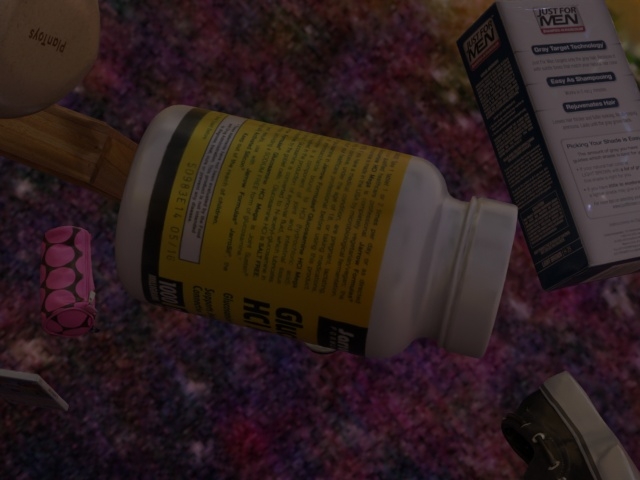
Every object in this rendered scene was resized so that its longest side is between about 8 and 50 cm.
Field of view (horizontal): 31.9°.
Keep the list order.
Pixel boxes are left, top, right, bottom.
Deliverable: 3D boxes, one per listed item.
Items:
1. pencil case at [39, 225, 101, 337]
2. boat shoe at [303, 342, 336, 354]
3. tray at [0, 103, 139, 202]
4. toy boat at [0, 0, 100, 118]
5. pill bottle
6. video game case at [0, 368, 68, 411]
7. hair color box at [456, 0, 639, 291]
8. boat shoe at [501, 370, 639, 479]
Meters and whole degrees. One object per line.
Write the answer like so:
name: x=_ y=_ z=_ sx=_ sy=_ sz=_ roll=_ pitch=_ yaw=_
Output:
pencil case: x=-0.429 y=0.065 z=1.920 sx=0.095 sy=0.098 sz=0.209 roll=29 pitch=34 yaw=-41
boat shoe: x=0.016 y=0.047 z=1.765 sx=0.127 sy=0.113 sz=0.340 roll=2 pitch=54 yaw=-3
tray: x=-0.405 y=-0.150 z=1.345 sx=0.410 sy=0.076 sz=0.203 roll=20 pitch=-4 yaw=13
toy boat: x=-0.288 y=-0.275 z=1.069 sx=0.148 sy=0.318 sz=0.267 roll=23 pitch=-2 yaw=14
pill bottle: x=0.000 y=0.000 z=1.016 sx=0.333 sy=0.188 sz=0.188 roll=13 pitch=26 yaw=8
video game case: x=-0.392 y=0.196 z=1.476 sx=0.122 sy=0.087 sz=0.011 roll=75 pitch=25 yaw=-63
hair color box: x=0.312 y=-0.125 z=1.384 sx=0.173 sy=0.105 sz=0.347 roll=-9 pitch=74 yaw=-27
boat shoe: x=0.154 y=0.150 z=0.680 sx=0.080 sy=0.076 sz=0.228 roll=55 pitch=7 yaw=-17
